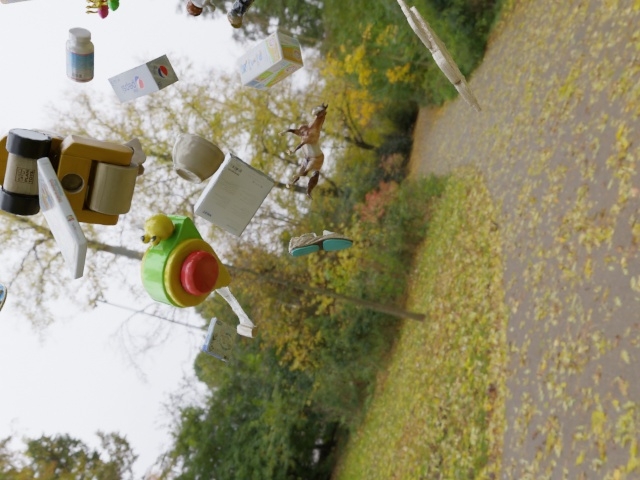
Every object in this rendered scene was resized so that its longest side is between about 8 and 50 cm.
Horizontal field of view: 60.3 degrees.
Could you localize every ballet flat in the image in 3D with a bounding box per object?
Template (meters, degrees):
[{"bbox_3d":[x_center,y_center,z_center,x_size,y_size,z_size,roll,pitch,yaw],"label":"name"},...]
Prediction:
[{"bbox_3d":[0.000,0.000,1.742,0.073,0.206,0.067,95,165,-53],"label":"ballet flat"}]

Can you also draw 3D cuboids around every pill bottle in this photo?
[{"bbox_3d":[-0.775,-0.598,1.778,0.087,0.087,0.160,-69,2,-48],"label":"pill bottle"}]

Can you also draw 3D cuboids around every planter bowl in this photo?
[{"bbox_3d":[-0.396,-0.246,1.730,0.162,0.162,0.109,94,-163,-70],"label":"planter bowl"}]

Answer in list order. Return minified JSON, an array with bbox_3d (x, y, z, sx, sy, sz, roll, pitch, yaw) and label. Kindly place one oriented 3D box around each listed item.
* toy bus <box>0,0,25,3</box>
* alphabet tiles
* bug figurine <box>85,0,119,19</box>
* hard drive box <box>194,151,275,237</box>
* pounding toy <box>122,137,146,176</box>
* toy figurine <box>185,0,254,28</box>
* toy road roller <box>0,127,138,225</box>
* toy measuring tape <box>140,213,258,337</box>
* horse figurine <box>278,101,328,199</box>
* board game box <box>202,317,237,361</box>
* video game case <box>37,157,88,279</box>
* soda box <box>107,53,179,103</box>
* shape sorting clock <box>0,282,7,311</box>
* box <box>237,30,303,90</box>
[{"bbox_3d":[-0.582,-0.636,1.272,0.130,0.333,0.108,15,122,68],"label":"toy bus"},{"bbox_3d":[0.265,-0.410,1.208,0.021,0.278,0.284,-35,39,23],"label":"alphabet tiles"},{"bbox_3d":[-0.628,-0.775,1.632,0.279,0.072,0.216,10,94,52],"label":"bug figurine"},{"bbox_3d":[-0.298,-0.156,1.899,0.232,0.181,0.089,-54,24,10],"label":"hard drive box"},{"bbox_3d":[-0.724,-0.235,1.858,0.269,0.154,0.155,-38,-13,-39],"label":"pounding toy"},{"bbox_3d":[-0.305,-0.743,1.606,0.148,0.213,0.209,-29,71,50],"label":"toy figurine"},{"bbox_3d":[-0.658,-0.185,1.425,0.240,0.330,0.202,45,121,55],"label":"toy road roller"},{"bbox_3d":[-0.200,0.090,0.897,0.330,0.121,0.121,67,-148,-41],"label":"toy measuring tape"},{"bbox_3d":[-0.039,-0.258,1.634,0.174,0.066,0.263,-39,-45,-36],"label":"horse figurine"},{"bbox_3d":[-0.264,0.262,1.452,0.090,0.020,0.090,43,-127,-45],"label":"board game box"},{"bbox_3d":[-0.569,-0.040,1.211,0.026,0.206,0.227,-23,-10,-32],"label":"video game case"},{"bbox_3d":[-0.612,-0.551,1.893,0.091,0.286,0.098,-43,-61,-36],"label":"soda box"},{"bbox_3d":[-0.839,0.186,1.324,0.040,0.206,0.206,48,-130,-41],"label":"shape sorting clock"},{"bbox_3d":[-0.172,-0.612,1.896,0.114,0.203,0.103,-2,-103,-49],"label":"box"}]
